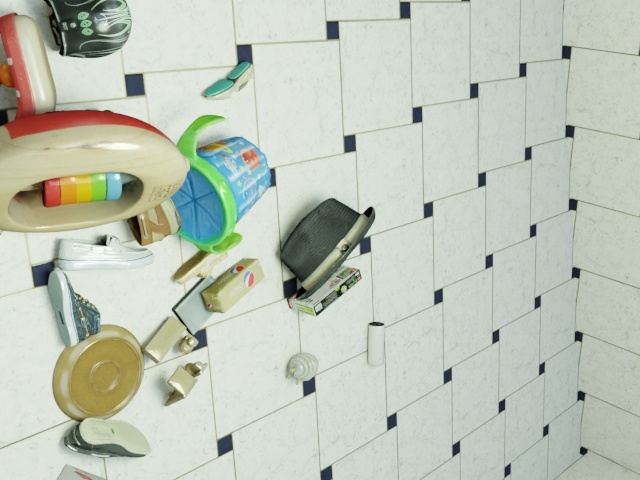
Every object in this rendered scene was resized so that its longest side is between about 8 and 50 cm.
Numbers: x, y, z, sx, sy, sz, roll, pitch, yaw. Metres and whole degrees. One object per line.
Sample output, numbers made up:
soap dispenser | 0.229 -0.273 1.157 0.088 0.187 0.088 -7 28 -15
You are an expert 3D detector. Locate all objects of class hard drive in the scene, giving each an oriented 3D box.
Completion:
hard drive | -0.310 0.162 1.922 0.135 0.022 0.094 -49 128 -28

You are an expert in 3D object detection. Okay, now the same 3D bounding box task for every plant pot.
plant pot | -0.507 0.314 1.747 0.236 0.032 0.237 -12 106 -45

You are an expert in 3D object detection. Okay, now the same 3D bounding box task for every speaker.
speaker | 0.182 0.335 2.435 0.055 0.055 0.136 -11 106 -44

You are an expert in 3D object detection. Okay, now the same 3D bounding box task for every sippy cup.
sippy cup | -0.244 -0.136 1.800 0.240 0.305 0.224 43 45 6

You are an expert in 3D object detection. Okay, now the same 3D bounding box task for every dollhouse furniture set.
dollhouse furniture set | -0.378 0.303 1.872 0.151 0.123 0.144 43 51 -11

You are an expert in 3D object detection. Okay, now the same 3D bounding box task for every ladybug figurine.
ladybug figurine | -0.480 -0.145 1.471 0.449 0.305 0.162 -7 64 -31

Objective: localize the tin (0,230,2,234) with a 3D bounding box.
tin | -0.672 -0.063 1.497 0.106 0.040 0.190 39 71 -47

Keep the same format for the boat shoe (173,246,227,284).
boat shoe | -0.295 0.065 1.887 0.170 0.063 0.059 -42 120 -33

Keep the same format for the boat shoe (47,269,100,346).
boat shoe | -0.543 0.139 1.656 0.083 0.065 0.184 -26 122 -42

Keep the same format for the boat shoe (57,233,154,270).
boat shoe | -0.475 0.024 1.680 0.226 0.083 0.076 -5 103 -44

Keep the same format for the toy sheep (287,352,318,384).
toy sheep | -0.052 0.371 2.184 0.132 0.091 0.091 -11 107 -63

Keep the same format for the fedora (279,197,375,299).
fedora | 0.000 0.000 2.084 0.152 0.334 0.334 41 64 -4

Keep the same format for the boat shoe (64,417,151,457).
boat shoe | -0.499 0.477 1.774 0.079 0.084 0.233 -39 143 14

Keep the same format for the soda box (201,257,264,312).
soda box | -0.225 0.116 1.946 0.181 0.058 0.061 -43 124 -46

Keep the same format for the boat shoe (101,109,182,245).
boat shoe | -0.427 -0.129 1.668 0.120 0.122 0.324 -37 116 -25

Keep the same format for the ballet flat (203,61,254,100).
ballet flat | -0.222 -0.385 1.875 0.168 0.057 0.052 -46 137 -29

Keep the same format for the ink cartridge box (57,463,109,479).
ink cartridge box | -0.528 0.578 1.731 0.135 0.099 0.056 42 69 -41

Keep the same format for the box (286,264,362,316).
box | 0.012 0.140 2.180 0.207 0.114 0.036 -37 123 -34

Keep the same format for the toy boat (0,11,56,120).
toy boat | -0.606 -0.320 1.459 0.151 0.151 0.231 -12 109 -12

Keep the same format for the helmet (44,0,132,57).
helmet | -0.470 -0.455 1.542 0.161 0.169 0.170 -20 113 -23
